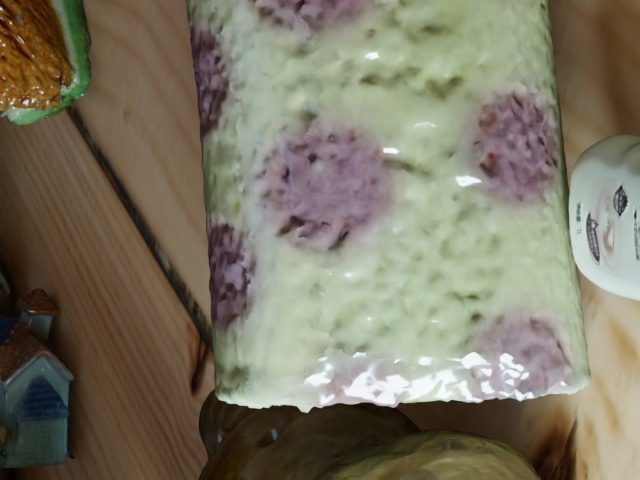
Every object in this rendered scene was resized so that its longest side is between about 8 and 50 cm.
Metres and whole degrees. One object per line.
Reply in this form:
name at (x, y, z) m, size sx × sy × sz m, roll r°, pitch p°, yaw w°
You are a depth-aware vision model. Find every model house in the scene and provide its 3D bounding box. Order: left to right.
model house at (-0.287, 0.119, 1.687) m, size 0.148 × 0.119 × 0.148 m, roll 26°, pitch 110°, yaw 60°

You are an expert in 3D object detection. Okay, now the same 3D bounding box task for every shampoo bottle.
shampoo bottle at (0.169, -0.006, 0.811) m, size 0.152 × 0.045 × 0.077 m, roll 12°, pitch 105°, yaw 62°

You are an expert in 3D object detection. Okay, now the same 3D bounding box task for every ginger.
ginger at (0.026, 0.190, 0.998) m, size 0.375 × 0.176 × 0.256 m, roll 36°, pitch 142°, yaw 57°

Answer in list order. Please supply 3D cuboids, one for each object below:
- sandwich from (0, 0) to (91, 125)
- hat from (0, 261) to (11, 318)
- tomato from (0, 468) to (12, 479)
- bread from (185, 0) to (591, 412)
sandwich at (-0.280, -0.188, 1.562) m, size 0.109 × 0.160 × 0.184 m, roll -27°, pitch 77°, yaw 42°
hat at (-0.365, -0.006, 1.864) m, size 0.214 × 0.149 × 0.244 m, roll -21°, pitch 36°, yaw 49°
tomato at (-0.423, 0.238, 1.839) m, size 0.270 × 0.227 × 0.270 m, roll 42°, pitch 150°, yaw 32°
bread at (0.027, -0.086, 0.908) m, size 0.155 × 0.187 × 0.338 m, roll 9°, pitch -103°, yaw -86°
